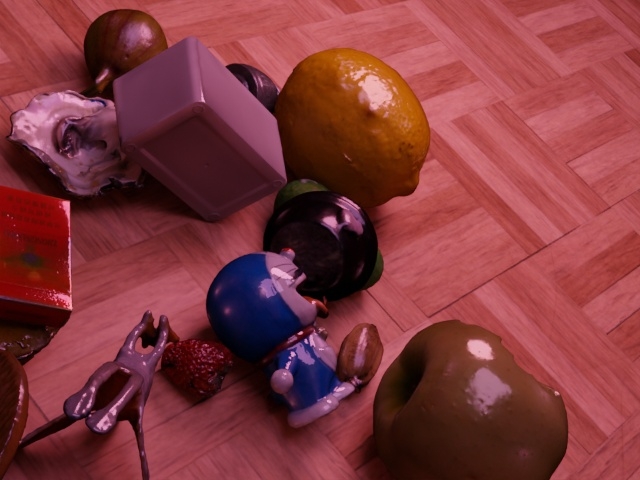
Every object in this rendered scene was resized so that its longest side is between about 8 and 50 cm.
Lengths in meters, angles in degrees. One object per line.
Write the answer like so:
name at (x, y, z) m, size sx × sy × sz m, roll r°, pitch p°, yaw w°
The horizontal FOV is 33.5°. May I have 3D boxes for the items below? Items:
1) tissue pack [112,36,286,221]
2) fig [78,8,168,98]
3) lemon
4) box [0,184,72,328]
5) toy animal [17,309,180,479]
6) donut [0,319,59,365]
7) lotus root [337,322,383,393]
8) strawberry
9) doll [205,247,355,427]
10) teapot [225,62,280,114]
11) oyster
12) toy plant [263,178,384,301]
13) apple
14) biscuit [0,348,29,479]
tissue pack at (-0.181, -0.162, 1.624) m, size 0.246 × 0.159 × 0.136 m, roll 44°, pitch 26°, yaw -47°
fig at (-0.333, -0.303, 1.750) m, size 0.148 × 0.142 × 0.186 m, roll 6°, pitch 27°, yaw 9°
lemon at (0.053, -0.189, 1.805) m, size 0.260 × 0.260 × 0.284 m, roll -25°, pitch 92°, yaw -45°
box at (-0.373, 0.020, 1.339) m, size 0.112 × 0.048 × 0.175 m, roll 15°, pitch 49°, yaw -31°
toy animal at (-0.248, 0.173, 1.236) m, size 0.225 × 0.284 × 0.302 m, roll 28°, pitch 42°, yaw -3°
donut at (-0.459, 0.068, 1.347) m, size 0.272 × 0.107 × 0.272 m, roll 19°, pitch 47°, yaw -21°
lotus root at (0.059, 0.170, 1.600) m, size 0.072 × 0.063 × 0.152 m, roll 63°, pitch 30°, yaw -24°
strawberry at (-0.170, 0.170, 1.449) m, size 0.096 × 0.083 × 0.083 m, roll 19°, pitch 42°, yaw -6°
doll at (-0.050, 0.133, 1.487) m, size 0.257 × 0.161 × 0.215 m, roll 55°, pitch 10°, yaw 3°
teapot at (-0.111, -0.239, 1.860) m, size 0.108 × 0.111 × 0.149 m, roll -3°, pitch 45°, yaw -52°
oyster at (-0.359, -0.145, 1.625) m, size 0.223 × 0.083 × 0.214 m, roll 33°, pitch 40°, yaw -4°
toy plant at (0.000, 0.000, 1.666) m, size 0.218 × 0.175 × 0.235 m, roll 46°, pitch 14°, yaw 4°
apple at (0.206, 0.251, 1.472) m, size 0.279 × 0.279 × 0.279 m, roll 18°, pitch 43°, yaw -17°
biscuit at (-0.404, 0.231, 1.127) m, size 0.037 × 0.262 × 0.262 m, roll 45°, pitch 30°, yaw -37°
